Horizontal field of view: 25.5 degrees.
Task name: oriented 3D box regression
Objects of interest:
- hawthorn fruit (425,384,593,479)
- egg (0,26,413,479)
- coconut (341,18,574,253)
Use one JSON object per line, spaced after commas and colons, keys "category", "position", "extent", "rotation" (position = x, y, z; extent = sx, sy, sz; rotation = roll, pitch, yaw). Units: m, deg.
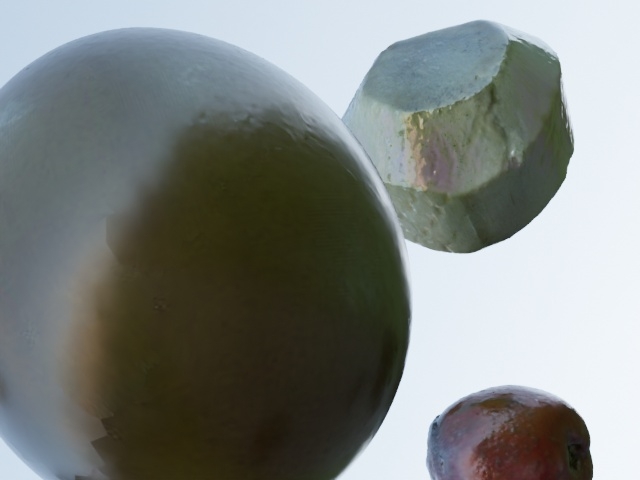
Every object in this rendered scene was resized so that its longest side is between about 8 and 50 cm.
{"category": "hawthorn fruit", "position": [0.197, 0.231, 1.453], "extent": [0.173, 0.173, 0.173], "rotation": [-28, -45, -32]}
{"category": "egg", "position": [-0.093, 0.017, 0.884], "extent": [0.282, 0.351, 0.282], "rotation": [-14, -44, -14]}
{"category": "coconut", "position": [0.148, -0.106, 1.485], "extent": [0.259, 0.259, 0.259], "rotation": [-28, -45, -32]}
